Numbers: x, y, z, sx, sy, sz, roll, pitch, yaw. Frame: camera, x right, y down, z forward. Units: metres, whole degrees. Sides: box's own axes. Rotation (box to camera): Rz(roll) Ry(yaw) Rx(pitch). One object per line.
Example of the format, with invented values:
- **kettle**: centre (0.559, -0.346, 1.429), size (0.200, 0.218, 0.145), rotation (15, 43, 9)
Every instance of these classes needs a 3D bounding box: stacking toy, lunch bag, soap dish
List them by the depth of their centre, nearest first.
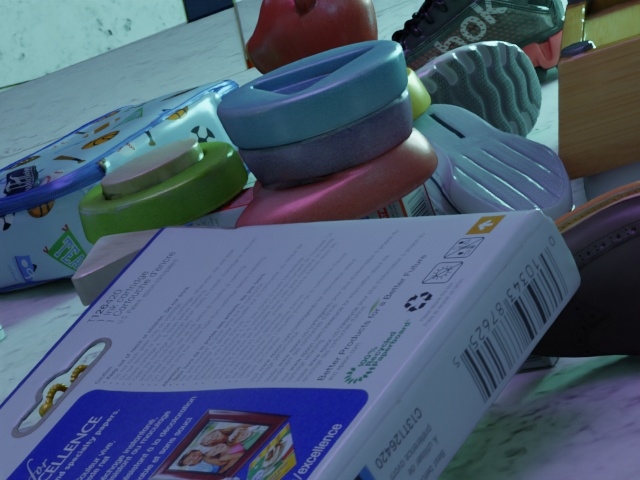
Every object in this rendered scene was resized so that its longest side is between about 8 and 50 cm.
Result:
- **stacking toy**: centre (-0.064, -0.089, 1.339), size (0.279, 0.130, 0.309), rotation (-20, 16, 3)
- **soap dish**: centre (0.289, -0.140, 1.447), size (0.229, 0.118, 0.291), rotation (-17, 14, 14)
- **lunch bag**: centre (-0.219, -0.050, 1.807), size (0.243, 0.115, 0.303), rotation (-8, 18, 45)

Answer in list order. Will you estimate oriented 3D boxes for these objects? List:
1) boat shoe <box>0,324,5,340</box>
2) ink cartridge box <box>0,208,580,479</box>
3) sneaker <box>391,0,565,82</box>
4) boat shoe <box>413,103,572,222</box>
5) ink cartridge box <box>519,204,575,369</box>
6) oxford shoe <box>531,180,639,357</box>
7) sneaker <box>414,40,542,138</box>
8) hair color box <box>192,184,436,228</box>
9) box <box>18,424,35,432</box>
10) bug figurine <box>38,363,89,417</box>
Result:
- **boat shoe**: centre (-0.304, 0.085, 1.578), size (0.035, 0.035, 0.100), rotation (-8, 19, 38)
- **ink cartridge box**: centre (-0.058, 0.101, 1.024), size (0.307, 0.072, 0.303), rotation (-5, 36, 47)
- **sneaker**: centre (0.114, -0.190, 1.824), size (0.276, 0.135, 0.097), rotation (-22, 17, -4)
- **boat shoe**: centre (0.125, -0.034, 1.372), size (0.083, 0.075, 0.226), rotation (-15, 25, -9)
- **ink cartridge box**: centre (0.137, 0.027, 1.155), size (0.029, 0.063, 0.115), rotation (-10, 17, 26)
- **oxford shoe**: centre (0.215, 0.021, 1.025), size (0.271, 0.097, 0.098), rotation (-15, 22, 20)
- **sneaker**: centre (0.062, -0.092, 1.593), size (0.281, 0.105, 0.115), rotation (-28, 17, -25)
- **hair color box**: centre (0.000, 0.000, 1.373), size (0.167, 0.093, 0.053), rotation (-12, 17, 29)
- **box**: centre (-0.216, 0.153, 1.238), size (0.136, 0.028, 0.081), rotation (-18, 15, 14)
- **bug figurine**: centre (-0.045, 0.069, 1.227), size (0.216, 0.072, 0.279), rotation (-12, 17, 28)
